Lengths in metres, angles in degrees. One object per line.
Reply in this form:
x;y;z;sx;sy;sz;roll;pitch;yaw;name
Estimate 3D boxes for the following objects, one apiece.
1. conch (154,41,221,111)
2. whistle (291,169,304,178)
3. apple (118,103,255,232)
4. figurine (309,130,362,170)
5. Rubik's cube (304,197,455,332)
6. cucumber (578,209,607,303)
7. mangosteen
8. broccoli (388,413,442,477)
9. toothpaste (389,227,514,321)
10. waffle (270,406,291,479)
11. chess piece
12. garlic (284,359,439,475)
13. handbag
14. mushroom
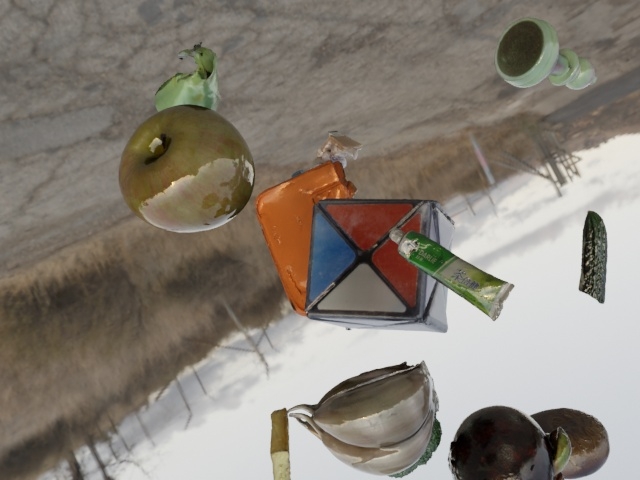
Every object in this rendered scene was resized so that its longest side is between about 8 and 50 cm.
-0.272;-0.340;1.392;0.143;0.137;0.250;-50;177;-31;conch
-0.026;-0.153;2.126;0.090;0.158;0.090;-20;175;-2;whistle
-0.252;-0.127;1.275;0.257;0.257;0.234;-27;145;10;apple
0.043;-0.267;2.354;0.162;0.141;0.237;-15;143;-54;figurine
0.162;0.065;1.645;0.307;0.305;0.310;0;167;22;Rubik's cube
0.790;0.047;1.901;0.077;0.265;0.077;4;-178;0;cucumber
0.454;0.541;1.601;0.288;0.288;0.288;-27;178;-1;mangosteen
0.173;0.467;1.679;0.270;0.270;0.270;-27;-146;9;broccoli
0.225;0.047;1.180;0.047;0.248;0.078;-10;129;-54;toothpaste
-0.119;0.649;1.990;0.057;0.274;0.168;-2;-142;-3;waffle
0.512;-0.377;1.421;0.271;0.139;0.139;7;158;-34;chess piece
0.091;0.296;1.177;0.292;0.210;0.237;-22;-151;-13;garlic
0.000;0.000;1.958;0.303;0.410;0.116;-23;175;20;handbag
0.737;0.616;2.031;0.297;0.163;0.278;-11;-176;-21;mushroom
